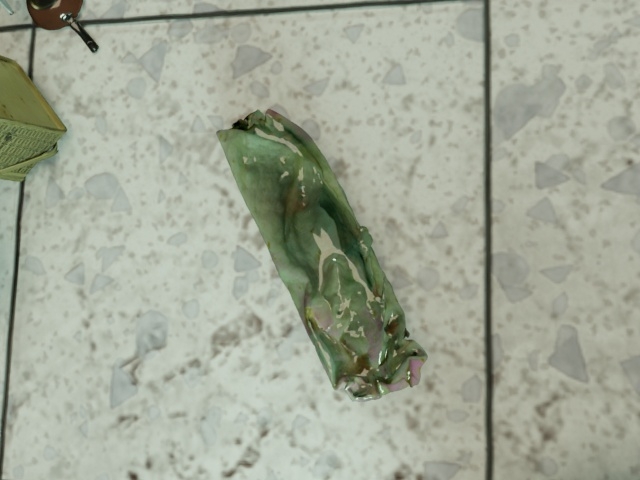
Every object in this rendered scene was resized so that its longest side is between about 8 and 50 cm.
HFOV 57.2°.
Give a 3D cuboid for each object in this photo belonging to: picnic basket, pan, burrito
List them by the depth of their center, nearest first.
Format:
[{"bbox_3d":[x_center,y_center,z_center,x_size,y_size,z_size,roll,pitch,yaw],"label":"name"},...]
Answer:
[{"bbox_3d":[-0.002,0.002,0.550,0.096,0.066,0.309,-30,77,8],"label":"burrito"},{"bbox_3d":[-0.351,-0.130,0.579,0.079,0.164,0.115,-40,79,13],"label":"picnic basket"},{"bbox_3d":[-0.284,-0.253,0.649,0.068,0.023,0.115,-42,78,2],"label":"pan"}]

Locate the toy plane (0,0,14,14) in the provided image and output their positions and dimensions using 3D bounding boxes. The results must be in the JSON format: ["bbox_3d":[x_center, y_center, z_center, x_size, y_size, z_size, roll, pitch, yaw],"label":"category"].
[{"bbox_3d":[-0.353,-0.314,0.642,0.162,0.065,0.171,-14,65,9],"label":"toy plane"}]
